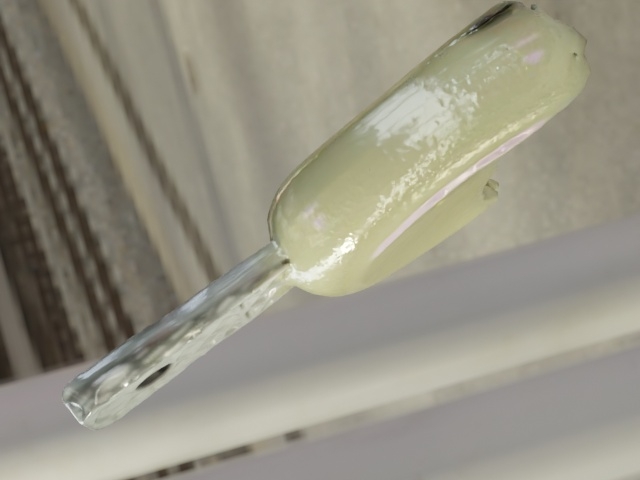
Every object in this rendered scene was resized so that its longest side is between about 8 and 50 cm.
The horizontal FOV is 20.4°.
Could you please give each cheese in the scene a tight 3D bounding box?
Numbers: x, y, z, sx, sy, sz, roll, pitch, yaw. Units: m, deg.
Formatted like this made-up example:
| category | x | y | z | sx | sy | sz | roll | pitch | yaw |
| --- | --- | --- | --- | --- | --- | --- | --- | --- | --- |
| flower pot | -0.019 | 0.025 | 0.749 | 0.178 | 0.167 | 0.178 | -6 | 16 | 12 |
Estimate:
| category | x | y | z | sx | sy | sz | roll | pitch | yaw |
| --- | --- | --- | --- | --- | --- | --- | --- | --- | --- |
| cheese | -0.001 | -0.001 | 0.695 | 0.049 | 0.235 | 0.127 | 53 | 175 | 10 |
